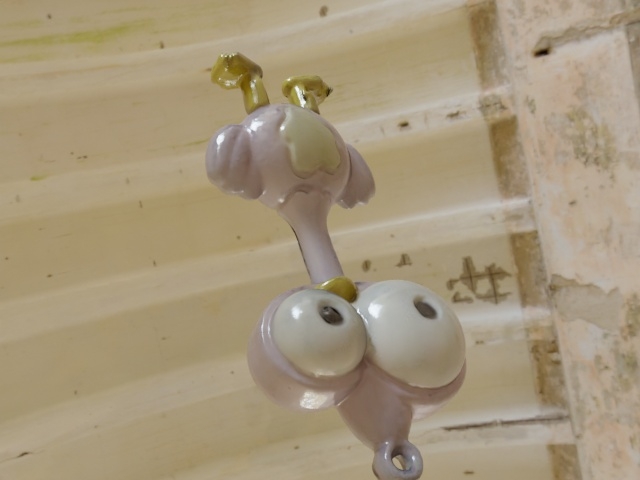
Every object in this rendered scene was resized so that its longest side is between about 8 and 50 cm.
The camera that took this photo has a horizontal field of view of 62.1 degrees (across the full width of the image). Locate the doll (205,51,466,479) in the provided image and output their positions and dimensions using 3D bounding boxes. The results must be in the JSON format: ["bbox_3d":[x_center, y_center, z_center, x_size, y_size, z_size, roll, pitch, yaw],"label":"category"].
[{"bbox_3d":[0.000,0.001,0.411,0.160,0.094,0.365,5,-132,-33],"label":"doll"}]
